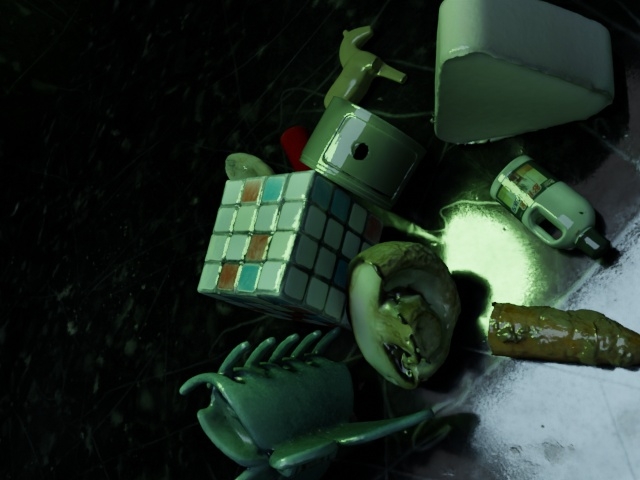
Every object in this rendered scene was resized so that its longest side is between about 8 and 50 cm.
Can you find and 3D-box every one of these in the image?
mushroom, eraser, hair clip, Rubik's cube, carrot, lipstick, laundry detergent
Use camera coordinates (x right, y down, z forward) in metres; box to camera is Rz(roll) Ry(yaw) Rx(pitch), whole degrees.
[{"bbox_3d":[-0.165,-0.167,1.511,0.223,0.081,0.092,32,78,40],"label":"mushroom"},{"bbox_3d":[0.357,-0.301,1.025,0.331,0.331,0.150,-7,69,39],"label":"eraser"},{"bbox_3d":[-0.060,0.313,1.037,0.392,0.318,0.238,-44,61,35],"label":"hair clip"},{"bbox_3d":[-0.058,0.026,1.188,0.253,0.256,0.259,-1,70,41],"label":"Rubik's cube"},{"bbox_3d":[0.159,0.124,1.079,0.189,0.164,0.267,-15,100,62],"label":"mushroom"},{"bbox_3d":[0.403,0.158,0.915,0.263,0.102,0.102,5,78,35],"label":"carrot"},{"bbox_3d":[-0.027,-0.175,1.394,0.080,0.080,0.241,-41,54,23],"label":"lipstick"},{"bbox_3d":[0.401,-0.050,0.992,0.099,0.070,0.226,-45,52,9],"label":"laundry detergent"}]

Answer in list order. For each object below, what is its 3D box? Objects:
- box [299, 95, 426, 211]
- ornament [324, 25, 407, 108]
[{"bbox_3d":[0.087,-0.177,1.198,0.226,0.226,0.149,36,100,42],"label":"box"},{"bbox_3d":[0.092,-0.399,1.382,0.245,0.061,0.230,40,100,38],"label":"ornament"}]
